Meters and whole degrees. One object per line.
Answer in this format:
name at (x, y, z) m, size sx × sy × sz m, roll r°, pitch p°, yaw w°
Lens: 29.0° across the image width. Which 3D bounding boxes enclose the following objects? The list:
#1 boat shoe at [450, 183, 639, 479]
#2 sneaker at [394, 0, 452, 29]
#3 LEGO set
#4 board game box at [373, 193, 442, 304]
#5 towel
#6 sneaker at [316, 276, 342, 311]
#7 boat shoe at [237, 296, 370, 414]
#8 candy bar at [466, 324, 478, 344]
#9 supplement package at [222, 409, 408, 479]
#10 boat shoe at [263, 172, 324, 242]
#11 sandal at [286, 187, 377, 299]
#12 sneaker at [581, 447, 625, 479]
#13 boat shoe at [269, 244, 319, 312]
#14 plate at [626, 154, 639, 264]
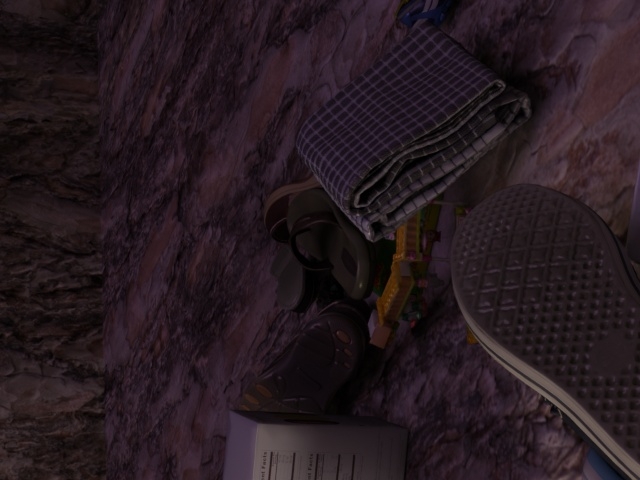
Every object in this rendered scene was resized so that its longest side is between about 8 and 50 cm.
boat shoe at (0.291, 0.114, 1.273) m, size 0.187 × 0.156 × 0.500 m, roll -39°, pitch 42°, yaw 1°
sneaker at (0.177, -0.360, 1.850) m, size 0.144 × 0.059 × 0.053 m, roll -29°, pitch 25°, yaw 45°
LEGO set at (0.147, 0.032, 1.765) m, size 0.132 × 0.107 × 0.287 m, roll -128°, pitch 43°, yaw -71°
board game box at (0.129, 0.004, 1.872) m, size 0.092 × 0.043 × 0.181 m, roll -143°, pitch 63°, yaw -64°
towel at (0.116, -0.156, 1.672) m, size 0.283 × 0.121 × 0.235 m, roll -39°, pitch 30°, yaw 0°
sneaker at (0.021, 0.096, 2.107) m, size 0.098 × 0.038 × 0.069 m, roll -133°, pitch 52°, yaw -60°
boat shoe at (-0.013, 0.221, 2.060) m, size 0.355 × 0.132 × 0.130 m, roll -47°, pitch 0°, yaw 41°
candy bar at (0.214, 0.061, 1.691) m, size 0.040 × 0.018 × 0.162 m, roll -16°, pitch 69°, yaw 62°
supplement package at (-0.010, 0.334, 1.858) m, size 0.139 × 0.244 × 0.134 m, roll -178°, pitch 93°, yaw -66°
boat shoe at (-0.002, -0.035, 2.100) m, size 0.342 × 0.123 × 0.123 m, roll -27°, pitch 59°, yaw 56°
sandal at (0.000, -0.001, 1.911) m, size 0.303 × 0.086 × 0.120 m, roll -136°, pitch 43°, yaw -63°
sneaker at (0.329, 0.364, 1.217) m, size 0.319 × 0.127 × 0.208 m, roll -112°, pitch 36°, yaw -65°
boat shoe at (-0.034, 0.074, 2.159) m, size 0.081 × 0.068 × 0.228 m, roll -54°, pitch 18°, yaw 12°
plate at (0.417, -0.094, 1.219) m, size 0.278 × 0.045 × 0.277 m, roll -161°, pitch 77°, yaw -66°
